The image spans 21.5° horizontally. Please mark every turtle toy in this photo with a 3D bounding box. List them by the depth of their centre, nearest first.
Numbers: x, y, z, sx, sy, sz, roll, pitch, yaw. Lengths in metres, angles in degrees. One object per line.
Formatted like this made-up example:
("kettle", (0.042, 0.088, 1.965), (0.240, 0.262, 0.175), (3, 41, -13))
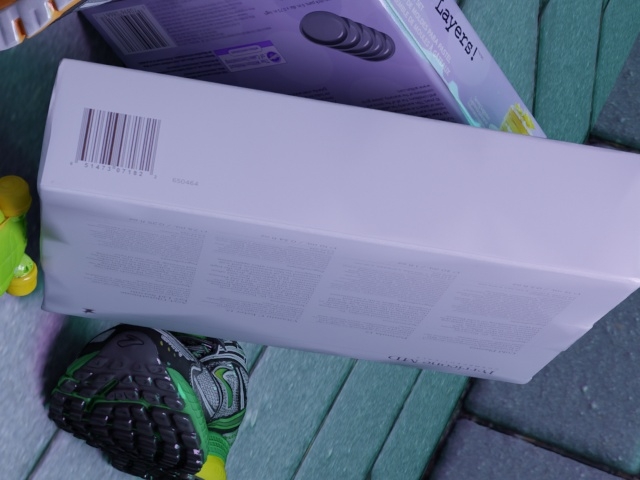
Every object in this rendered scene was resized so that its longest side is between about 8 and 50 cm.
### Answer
("turtle toy", (-0.237, 0.013, 1.091), (0.130, 0.066, 0.095), (-53, 155, -45))

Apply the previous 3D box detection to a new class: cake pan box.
("cake pan box", (-0.009, -0.117, 1.202), (0.246, 0.267, 0.070), (51, 51, -32))

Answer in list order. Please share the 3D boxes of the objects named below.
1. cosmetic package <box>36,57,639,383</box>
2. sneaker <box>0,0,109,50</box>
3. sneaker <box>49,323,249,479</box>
("cosmetic package", (0.000, 0.000, 1.155), (0.284, 0.377, 0.097), (115, -17, -68))
("sneaker", (-0.131, -0.185, 1.030), (0.083, 0.215, 0.084), (-61, 132, -67))
("sneaker", (-0.137, 0.122, 1.452), (0.343, 0.134, 0.146), (81, 25, -73))
